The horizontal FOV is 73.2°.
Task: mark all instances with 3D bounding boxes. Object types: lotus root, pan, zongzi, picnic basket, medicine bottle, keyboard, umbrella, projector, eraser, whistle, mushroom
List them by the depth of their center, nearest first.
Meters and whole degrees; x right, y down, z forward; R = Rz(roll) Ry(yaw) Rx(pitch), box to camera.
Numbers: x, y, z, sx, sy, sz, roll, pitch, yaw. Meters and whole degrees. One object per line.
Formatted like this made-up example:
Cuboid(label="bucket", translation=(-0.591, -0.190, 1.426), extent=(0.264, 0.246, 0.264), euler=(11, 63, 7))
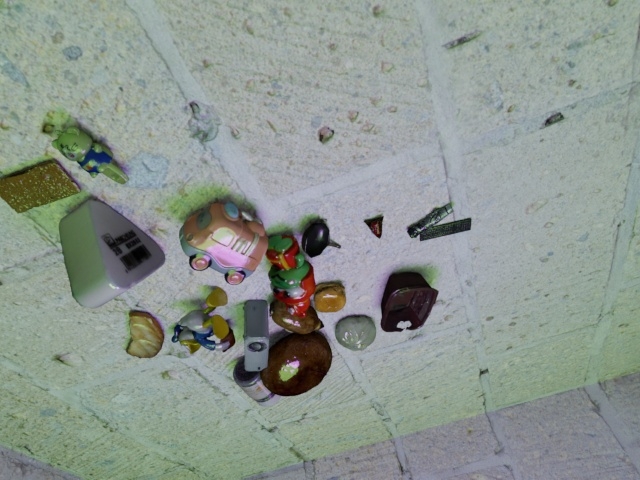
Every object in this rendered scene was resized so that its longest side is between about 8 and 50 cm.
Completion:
Cuboid(label="whistle", translation=(-0.654, -0.236, 1.235), extent=(0.105, 0.085, 0.227), euler=(-24, 133, 25))
Cuboid(label="eraser", translation=(-0.668, 0.071, 1.369), extent=(0.150, 0.331, 0.331), euler=(-27, 131, 15))
Cuboid(label="pan", translation=(-0.009, 0.013, 1.587), extent=(0.128, 0.048, 0.202), euler=(-53, 142, -14))
Cuboid(label="zongzi", translation=(0.193, -0.056, 1.589), extent=(0.074, 0.067, 0.083), euler=(3, 114, 2))
Cuboid(label="umbrella", translation=(0.408, -0.071, 1.603), extent=(0.188, 0.046, 0.050), euler=(-33, 149, 19))
Cuboid(label="keyboard", translation=(0.484, -0.040, 1.670), extent=(0.203, 0.011, 0.067), euler=(-13, 135, 3))
Cuboid(label="lotus root", translation=(-0.098, 0.320, 1.811), extent=(0.260, 0.145, 0.128), euler=(23, 113, -23))
Cuboid(label="projector", translation=(-0.277, 0.405, 1.826), extent=(0.108, 0.198, 0.250), euler=(0, 133, -11))
Cuboid(label="picnic basket", translation=(0.363, 0.255, 1.846), extent=(0.223, 0.129, 0.296), euler=(-2, 134, -10))
Cuboid(label="mushroom", translation=(-0.101, 0.570, 1.996), extent=(0.345, 0.239, 0.344), euler=(-35, 137, -40))
Cuboid(label="medicine bottle", translation=(-0.302, 0.692, 2.115), extent=(0.165, 0.165, 0.273), euler=(-19, 133, 7))

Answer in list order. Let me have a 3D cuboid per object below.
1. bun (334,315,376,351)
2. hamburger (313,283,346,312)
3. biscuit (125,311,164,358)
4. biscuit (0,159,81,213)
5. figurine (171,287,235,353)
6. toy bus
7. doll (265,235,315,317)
Cuboid(label="bun", translation=(0.164, 0.438, 1.993), extent=(0.196, 0.118, 0.195), euler=(-3, 133, -3))
Cuboid(label="hamburger", translation=(0.040, 0.243, 1.811), extent=(0.138, 0.083, 0.147), euler=(-3, 137, -7))
Cuboid(label="biscuit", translation=(-0.753, 0.411, 1.854), extent=(0.154, 0.045, 0.299), euler=(10, 129, -17))
Cuboid(label="biscuit", translation=(-0.863, -0.163, 1.307), extent=(0.231, 0.025, 0.131), euler=(-16, 134, 5))
Cuboid(label="figurine", translation=(-0.489, 0.369, 1.815), extent=(0.339, 0.204, 0.283), euler=(-21, 141, 26))
Cuboid(label="toy bus", translation=(-0.310, -0.005, 1.448), extent=(0.288, 0.194, 0.232), euler=(32, 113, -32))
Cuboid(label="doll", translation=(-0.107, 0.146, 1.623), extent=(0.183, 0.160, 0.362), euler=(6, 121, 30))
